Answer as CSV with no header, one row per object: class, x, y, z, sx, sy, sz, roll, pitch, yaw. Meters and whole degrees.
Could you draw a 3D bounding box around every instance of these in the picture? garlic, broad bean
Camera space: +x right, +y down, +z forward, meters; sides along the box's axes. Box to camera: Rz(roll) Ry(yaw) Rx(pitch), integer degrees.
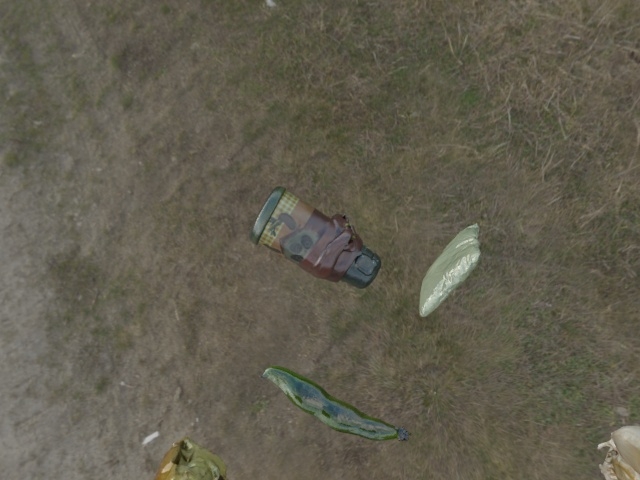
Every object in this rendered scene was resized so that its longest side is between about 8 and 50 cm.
garlic,0.678,0.482,0.952,0.142,0.178,0.229,-9,105,-1
broad bean,0.025,0.310,0.856,0.297,0.043,0.060,26,55,3

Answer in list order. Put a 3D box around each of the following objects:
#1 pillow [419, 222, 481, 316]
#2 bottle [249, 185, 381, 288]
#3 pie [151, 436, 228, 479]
pillow,0.408,0.087,1.497,0.076,0.281,0.274,35,116,1
bottle,0.000,0.000,0.965,0.271,0.156,0.143,29,74,-5
pie,-0.188,0.368,0.486,0.083,0.339,0.339,23,78,-8
